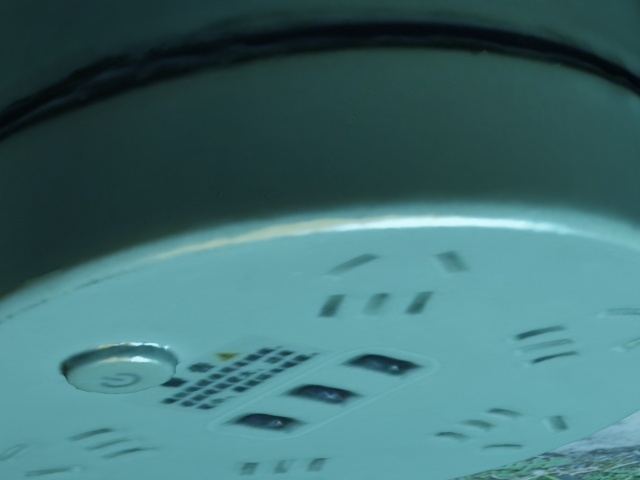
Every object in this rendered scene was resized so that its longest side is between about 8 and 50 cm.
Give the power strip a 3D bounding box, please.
[{"bbox_3d":[0.000,0.000,0.649,0.357,0.161,0.357,-7,155,-3],"label":"power strip"}]
